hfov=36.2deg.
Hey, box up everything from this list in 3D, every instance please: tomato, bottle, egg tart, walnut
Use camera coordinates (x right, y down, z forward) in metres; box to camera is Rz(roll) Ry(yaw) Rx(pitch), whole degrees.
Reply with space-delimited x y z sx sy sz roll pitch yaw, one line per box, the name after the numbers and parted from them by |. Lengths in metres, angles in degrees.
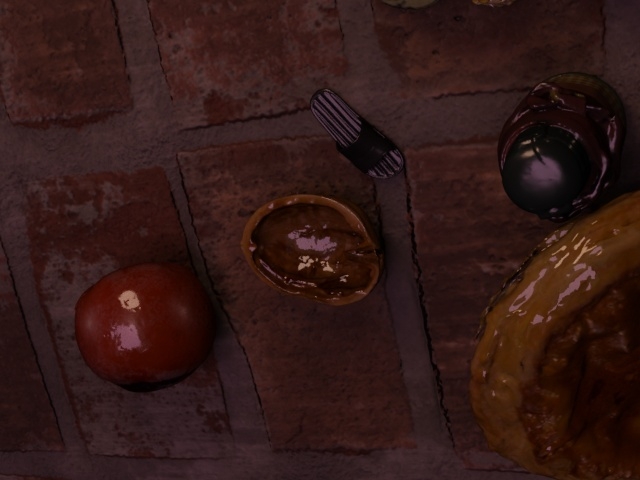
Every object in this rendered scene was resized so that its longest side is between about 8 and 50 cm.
-0.259 0.132 1.461 0.208 0.208 0.184 -26 83 28 | tomato
0.274 -0.111 1.111 0.143 0.271 0.156 -18 102 27 | bottle
0.369 0.104 1.167 0.443 0.178 0.443 -7 124 -11 | egg tart
-0.001 -0.001 1.372 0.211 0.087 0.167 8 119 22 | walnut

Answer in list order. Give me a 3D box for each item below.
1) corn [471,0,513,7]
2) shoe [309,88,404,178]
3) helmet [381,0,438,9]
0.209 -0.398 1.138 0.081 0.081 0.249 8 112 20 | corn
0.041 -0.140 1.324 0.159 0.053 0.062 46 116 4 | shoe
0.097 -0.417 1.149 0.258 0.137 0.204 55 158 -23 | helmet
